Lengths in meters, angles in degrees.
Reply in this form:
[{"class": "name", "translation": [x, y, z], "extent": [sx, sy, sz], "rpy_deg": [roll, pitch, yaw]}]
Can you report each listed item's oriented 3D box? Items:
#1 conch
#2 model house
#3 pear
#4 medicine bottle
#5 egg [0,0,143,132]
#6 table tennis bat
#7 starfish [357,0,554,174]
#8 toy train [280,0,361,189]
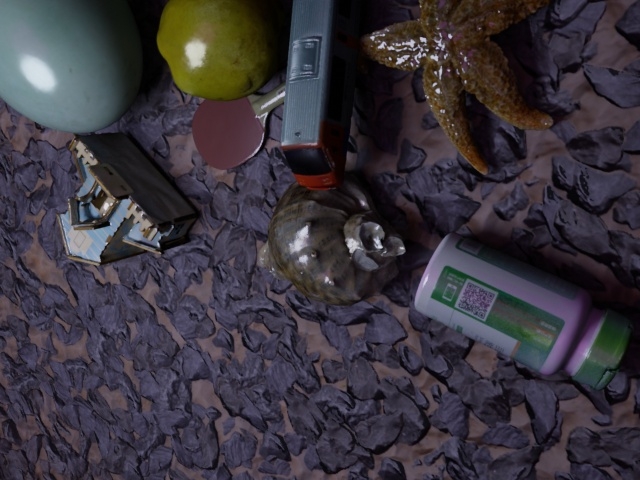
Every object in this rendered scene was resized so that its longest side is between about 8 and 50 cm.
[{"class": "conch", "translation": [-0.005, 0.003, 0.940], "extent": [0.291, 0.159, 0.210], "rpy_deg": [-8, 98, 30]}, {"class": "model house", "translation": [-0.396, -0.047, 1.123], "extent": [0.271, 0.178, 0.206], "rpy_deg": [46, 118, 8]}, {"class": "pear", "translation": [-0.149, -0.316, 0.930], "extent": [0.200, 0.200, 0.200], "rpy_deg": [6, 103, 26]}, {"class": "medicine bottle", "translation": [0.281, 0.099, 0.831], "extent": [0.274, 0.133, 0.133], "rpy_deg": [25, 111, 21]}, {"class": "egg", "translation": [-0.466, -0.365, 1.028], "extent": [0.276, 0.276, 0.389], "rpy_deg": [-39, 81, 28]}, {"class": "table tennis bat", "translation": [-0.130, -0.216, 1.039], "extent": [0.246, 0.022, 0.138], "rpy_deg": [-24, 90, 31]}, {"class": "starfish", "translation": [0.184, -0.279, 0.825], "extent": [0.327, 0.094, 0.375], "rpy_deg": [7, 109, 23]}, {"class": "toy train", "translation": [0.001, -0.282, 0.863], "extent": [0.086, 0.089, 0.410], "rpy_deg": [5, 88, 42]}]
